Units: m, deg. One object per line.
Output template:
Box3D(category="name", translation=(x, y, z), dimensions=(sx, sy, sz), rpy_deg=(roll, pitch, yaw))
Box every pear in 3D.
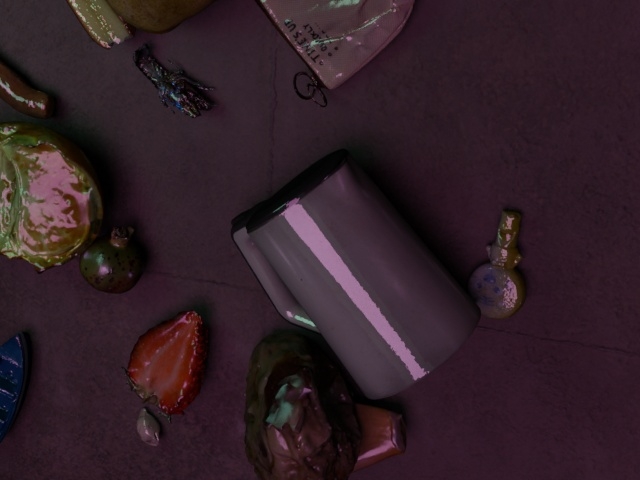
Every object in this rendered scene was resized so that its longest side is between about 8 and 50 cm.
Box3D(category="pear", translation=(-0.271, -0.466, 1.703), dimensions=(0.229, 0.188, 0.211), rpy_deg=(-29, 112, 25))

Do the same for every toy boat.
Box3D(category="toy boat", translation=(-0.676, 0.309, 2.190), dimensions=(0.096, 0.062, 0.299), rpy_deg=(28, 116, 7))

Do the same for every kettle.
Box3D(category="kettle", translation=(0.036, 0.065, 1.787), dimensions=(0.376, 0.250, 0.361), rpy_deg=(52, 144, -9))

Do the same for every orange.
Box3D(category="orange", translation=(-0.560, -0.102, 1.929), dimensions=(0.335, 0.196, 0.262), rpy_deg=(5, 126, 20))

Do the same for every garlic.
Box3D(category="garlic", translation=(0.021, 0.386, 1.970), dimensions=(0.318, 0.112, 0.143), rpy_deg=(-20, 72, 25))

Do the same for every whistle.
Box3D(category="whistle", translation=(0.319, 0.042, 1.788), dimensions=(0.104, 0.057, 0.198), rpy_deg=(16, 106, 28))

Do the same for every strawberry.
Box3D(category="strawberry", translation=(-0.294, 0.226, 2.026), dimensions=(0.174, 0.098, 0.228), rpy_deg=(23, 103, 26))

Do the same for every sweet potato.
Box3D(category="sweet potato", translation=(-0.677, -0.339, 1.931), dimensions=(0.385, 0.109, 0.109), rpy_deg=(23, 115, -5))

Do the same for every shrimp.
Box3D(category="shrimp", translation=(-0.265, -0.285, 1.851), dimensions=(0.174, 0.076, 0.082), rpy_deg=(43, 75, 3))

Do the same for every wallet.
Box3D(category="wallet", translation=(0.001, -0.424, 1.702), dimensions=(0.275, 0.068, 0.335), rpy_deg=(-32, 96, 27))

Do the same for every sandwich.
Box3D(category="sandwich", translation=(-0.410, -0.462, 1.804), dimensions=(0.094, 0.096, 0.258), rpy_deg=(-25, 102, 30))

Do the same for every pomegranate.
Box3D(category="pomegranate", translation=(-0.399, 0.043, 1.968), dimensions=(0.130, 0.130, 0.130), rpy_deg=(6, 111, 15))

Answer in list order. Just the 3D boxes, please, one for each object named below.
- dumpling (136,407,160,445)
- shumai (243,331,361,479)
Box3D(category="dumpling", translation=(-0.365, 0.395, 2.137), dimensions=(0.059, 0.043, 0.077), rpy_deg=(-27, 104, 47))
Box3D(category="shumai", translation=(-0.070, 0.310, 1.823), dimensions=(0.217, 0.283, 0.346), rpy_deg=(-15, 69, 14))
